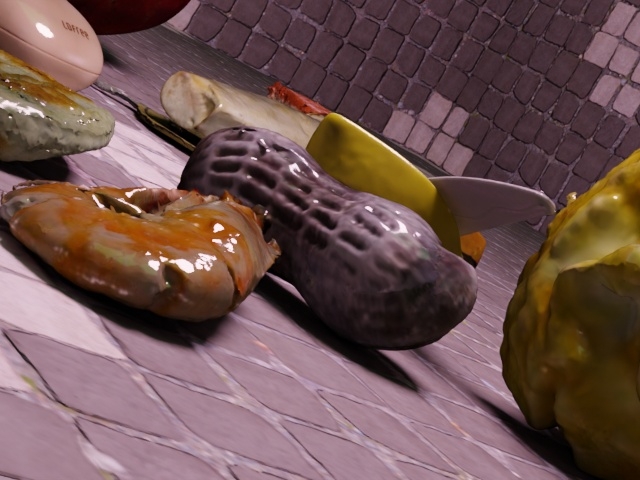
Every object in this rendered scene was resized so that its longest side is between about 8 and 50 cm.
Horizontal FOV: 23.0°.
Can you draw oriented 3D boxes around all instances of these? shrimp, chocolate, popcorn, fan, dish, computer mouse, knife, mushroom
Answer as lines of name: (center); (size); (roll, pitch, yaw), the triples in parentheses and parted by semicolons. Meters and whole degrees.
shrimp: (-0.096, -0.005, 0.962); (0.154, 0.062, 0.294); (25, 8, 10)
chocolate: (0.000, 0.000, 1.136); (0.248, 0.110, 0.110); (30, 6, 30)
popcorn: (0.286, 0.060, 1.158); (0.282, 0.282, 0.247); (26, -4, -26)
fan: (-0.142, -0.113, 1.714); (0.335, 0.011, 0.229); (30, 6, 0)
dish: (0.034, -0.004, 1.287); (0.149, 0.080, 0.207); (10, -39, 47)
computer mouse: (-0.311, -0.227, 1.565); (0.236, 0.082, 0.145); (36, 10, 36)
knife: (0.093, -0.021, 1.312); (0.081, 0.043, 0.336); (38, -22, -11)
mushroom: (-0.063, -0.119, 1.755); (0.100, 0.081, 0.312); (31, 9, 30)

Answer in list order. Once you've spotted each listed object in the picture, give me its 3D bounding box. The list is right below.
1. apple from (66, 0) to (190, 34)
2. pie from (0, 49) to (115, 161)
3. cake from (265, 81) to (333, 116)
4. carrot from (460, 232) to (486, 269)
apple: (-0.326, -0.414, 2.017); (0.365, 0.295, 0.329); (33, -31, 58)
pie: (-0.249, -0.112, 1.116); (0.240, 0.054, 0.240); (27, 8, -4)
cake: (-0.011, -0.140, 2.123); (0.117, 0.086, 0.220); (25, 7, -22)
carrot: (0.097, -0.016, 1.720); (0.173, 0.082, 0.082); (32, 7, -10)
